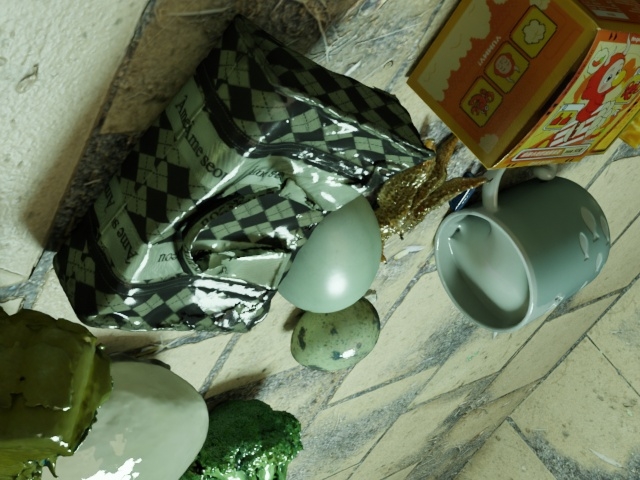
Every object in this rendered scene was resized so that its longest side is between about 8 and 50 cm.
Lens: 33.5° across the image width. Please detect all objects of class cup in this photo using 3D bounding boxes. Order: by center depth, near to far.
[{"bbox_3d":[0.407,-0.030,2.098,0.274,0.259,0.357,-24,121,-33],"label":"cup"}]

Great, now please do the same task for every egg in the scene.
[{"bbox_3d":[0.000,0.000,1.591,0.182,0.183,0.264,-31,148,-17],"label":"egg"},{"bbox_3d":[0.027,0.175,2.004,0.181,0.141,0.141,-32,157,7],"label":"egg"}]

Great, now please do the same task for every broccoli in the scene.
[{"bbox_3d":[-0.152,0.446,2.088,0.269,0.270,0.270,-18,172,-3],"label":"broccoli"}]

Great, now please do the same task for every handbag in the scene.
[{"bbox_3d":[-0.093,-0.048,1.343,0.316,0.180,0.416,17,124,-45],"label":"handbag"}]

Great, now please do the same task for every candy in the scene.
[{"bbox_3d":[-0.368,0.348,1.666,0.426,0.186,0.386,-17,142,-31],"label":"candy"}]

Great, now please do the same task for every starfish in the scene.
[{"bbox_3d":[0.162,-0.063,1.838,0.293,0.084,0.301,-43,152,13],"label":"starfish"}]

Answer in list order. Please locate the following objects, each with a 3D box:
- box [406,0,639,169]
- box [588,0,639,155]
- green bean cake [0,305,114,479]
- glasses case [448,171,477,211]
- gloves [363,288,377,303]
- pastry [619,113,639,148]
[{"bbox_3d":[0.332,-0.262,1.566,0.283,0.214,0.260,-8,140,-49],"label":"box"},{"bbox_3d":[0.464,-0.308,1.692,0.084,0.193,0.301,-10,144,-50],"label":"box"},{"bbox_3d":[-0.383,0.192,1.305,0.284,0.202,0.310,3,153,5],"label":"green bean cake"},{"bbox_3d":[0.269,-0.092,1.994,0.023,0.033,0.083,4,135,-32],"label":"glasses case"},{"bbox_3d":[0.083,0.117,2.099,0.081,0.037,0.044,-18,124,-20],"label":"gloves"},{"bbox_3d":[0.537,-0.300,1.833,0.237,0.170,0.256,-59,178,-23],"label":"pastry"}]
